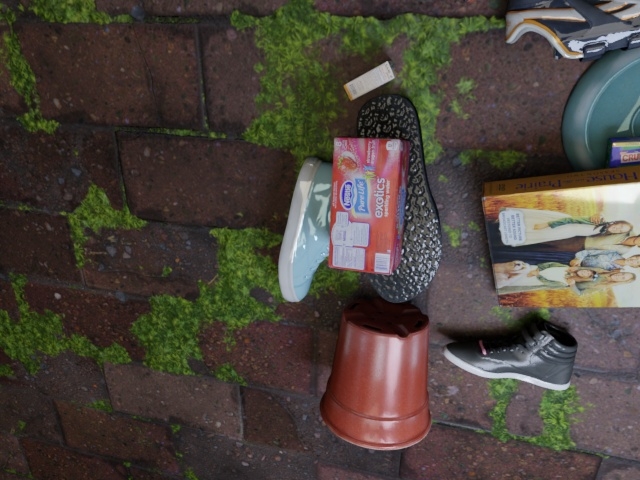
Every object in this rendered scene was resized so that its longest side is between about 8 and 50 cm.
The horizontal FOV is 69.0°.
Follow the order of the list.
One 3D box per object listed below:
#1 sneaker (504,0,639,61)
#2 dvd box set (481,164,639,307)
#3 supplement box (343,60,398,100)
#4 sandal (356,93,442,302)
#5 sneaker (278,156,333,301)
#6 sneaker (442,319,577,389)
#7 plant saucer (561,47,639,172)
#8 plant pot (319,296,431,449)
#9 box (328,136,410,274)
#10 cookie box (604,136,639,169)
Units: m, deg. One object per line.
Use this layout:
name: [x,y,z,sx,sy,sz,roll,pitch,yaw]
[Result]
sneaker: [0.473,-0.359,0.778,0.322,0.126,0.127,20,114,19]
dvd box set: [0.546,0.006,0.887,0.421,0.062,0.307,-3,128,25]
supplement box: [0.102,-0.322,0.937,0.099,0.062,0.036,-22,104,23]
sandal: [0.177,-0.086,1.012,0.168,0.107,0.444,-1,100,18]
sneaker: [0.000,0.000,1.073,0.150,0.135,0.365,17,118,12]
sneaker: [0.441,0.240,1.073,0.296,0.104,0.146,11,114,5]
plant saucer: [0.616,-0.217,0.844,0.318,0.043,0.317,7,116,14]
plant pot: [0.141,0.292,1.106,0.273,0.272,0.264,8,107,13]
box: [0.097,-0.073,0.917,0.128,0.123,0.256,6,102,18]
cookie box: [0.572,-0.132,0.848,0.092,0.040,0.107,1,113,18]
